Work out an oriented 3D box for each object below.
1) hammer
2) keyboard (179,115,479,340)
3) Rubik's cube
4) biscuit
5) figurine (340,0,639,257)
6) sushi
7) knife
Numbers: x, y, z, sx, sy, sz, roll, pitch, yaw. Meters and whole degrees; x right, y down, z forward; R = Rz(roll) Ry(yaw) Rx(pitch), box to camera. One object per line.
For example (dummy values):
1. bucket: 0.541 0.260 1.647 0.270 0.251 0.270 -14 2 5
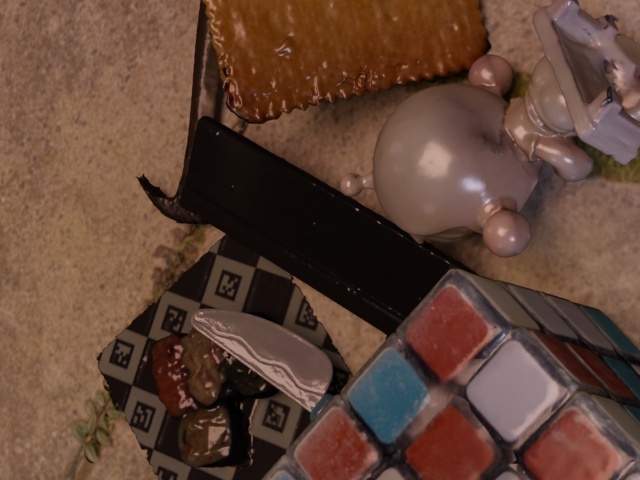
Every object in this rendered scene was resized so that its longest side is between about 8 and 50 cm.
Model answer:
1. hammer: -0.104 -0.161 1.538 0.125 0.027 0.297 3 82 28
2. keyboard: 0.000 0.000 1.412 0.310 0.018 0.101 31 121 28
3. Rubik's cube: 0.144 0.203 1.167 0.256 0.259 0.253 -48 58 14
4. biscuit: 0.010 -0.234 1.392 0.232 0.013 0.237 -14 87 -4
5. figurine: 0.138 -0.074 1.302 0.257 0.144 0.182 -32 70 27
6. sushi: -0.097 0.124 1.462 0.219 0.047 0.231 -42 61 18
7. knife: -0.010 0.121 1.391 0.244 0.032 0.058 40 89 21
